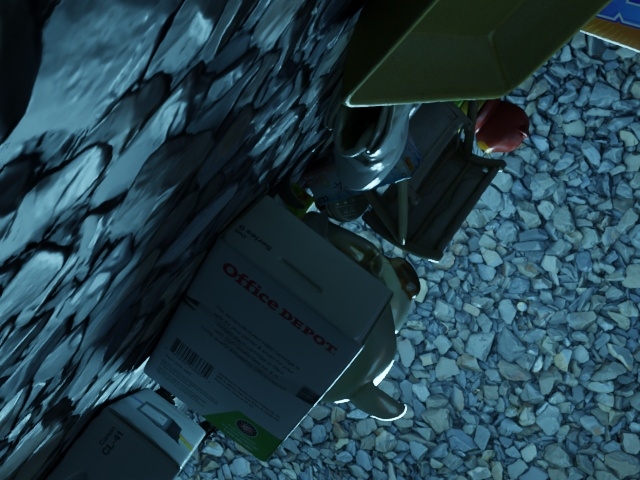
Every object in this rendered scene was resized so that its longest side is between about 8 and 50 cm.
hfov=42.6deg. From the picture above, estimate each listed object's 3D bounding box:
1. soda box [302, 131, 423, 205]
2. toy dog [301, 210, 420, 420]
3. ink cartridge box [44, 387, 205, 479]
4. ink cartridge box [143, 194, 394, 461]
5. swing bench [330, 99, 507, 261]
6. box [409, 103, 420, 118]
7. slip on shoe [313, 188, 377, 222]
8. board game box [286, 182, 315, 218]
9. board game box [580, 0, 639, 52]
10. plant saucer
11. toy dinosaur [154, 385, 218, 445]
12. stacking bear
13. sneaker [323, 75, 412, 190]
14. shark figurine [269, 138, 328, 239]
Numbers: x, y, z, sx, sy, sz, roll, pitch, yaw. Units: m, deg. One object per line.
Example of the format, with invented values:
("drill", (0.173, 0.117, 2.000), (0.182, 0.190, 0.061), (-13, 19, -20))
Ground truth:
("soda box", (0.064, -0.112, 1.268), (0.183, 0.063, 0.058), (-15, -156, 39))
("toy dog", (0.052, 0.120, 1.532), (0.284, 0.395, 0.408), (-56, 170, 17))
("ink cartridge box", (-0.284, 0.336, 1.129), (0.226, 0.131, 0.306), (-53, 180, -5))
("ink cartridge box", (-0.072, 0.118, 1.047), (0.289, 0.211, 0.121), (-54, 177, 40))
("swing bench", (0.183, -0.145, 1.468), (0.253, 0.165, 0.255), (-51, 138, -24))
("box", (0.114, -0.226, 1.170), (0.102, 0.087, 0.101), (-52, 178, -19))
("slip on shoe", (0.091, -0.177, 1.561), (0.101, 0.123, 0.331), (7, -121, 54))
("board game box", (-0.084, 0.005, 1.252), (0.181, 0.043, 0.092), (-54, 178, 23))
("board game box", (0.501, -0.447, 0.947), (0.356, 0.356, 0.356), (-52, 156, -23))
("plant saucer", (0.196, -0.268, 0.784), (0.333, 0.081, 0.333), (-14, 156, -48))
("toy dinosaur", (-0.275, 0.344, 1.475), (0.218, 0.164, 0.322), (-37, -162, -8))
("stacking bear", (0.308, -0.290, 1.731), (0.164, 0.289, 0.175), (-53, 178, -8))
("sneaker", (0.049, -0.143, 1.053), (0.169, 0.108, 0.292), (-50, 167, -40))
("shark figurine", (-0.020, -0.021, 1.145), (0.116, 0.166, 0.278), (-49, 135, -30))
